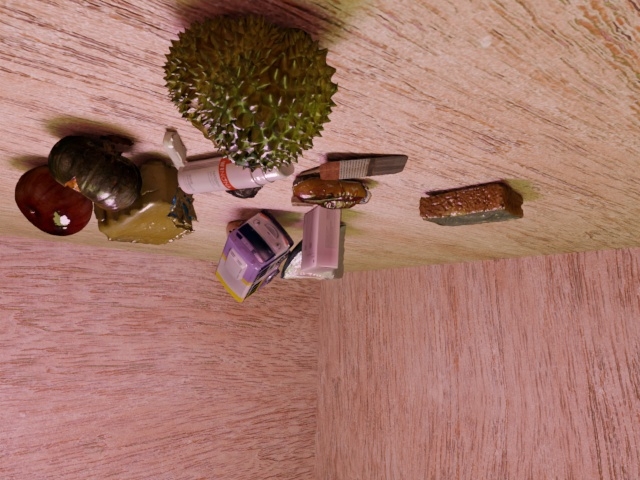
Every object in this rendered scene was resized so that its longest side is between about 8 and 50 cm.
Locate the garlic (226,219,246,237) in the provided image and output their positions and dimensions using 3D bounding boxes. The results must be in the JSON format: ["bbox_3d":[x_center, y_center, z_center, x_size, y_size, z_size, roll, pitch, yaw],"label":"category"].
[{"bbox_3d":[-0.389,-0.026,2.311,0.128,0.115,0.206,6,168,11],"label":"garlic"}]

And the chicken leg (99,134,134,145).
[{"bbox_3d":[-0.528,-0.260,1.267,0.083,0.021,0.036,8,-171,-25],"label":"chicken leg"}]

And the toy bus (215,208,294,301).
[{"bbox_3d":[-0.301,0.078,2.121,0.249,0.209,0.440,-36,171,-31],"label":"toy bus"}]

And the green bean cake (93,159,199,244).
[{"bbox_3d":[-0.514,-0.127,1.542,0.285,0.201,0.310,-23,162,22],"label":"green bean cake"}]

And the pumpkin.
[{"bbox_3d":[-0.583,-0.182,1.280,0.238,0.159,0.238,35,174,4],"label":"pumpkin"}]

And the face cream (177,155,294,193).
[{"bbox_3d":[-0.242,-0.193,1.373,0.346,0.101,0.102,-4,168,29],"label":"face cream"}]

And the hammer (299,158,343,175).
[{"bbox_3d":[-0.001,-0.214,1.448,0.062,0.017,0.182,12,167,-42],"label":"hammer"}]

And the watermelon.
[{"bbox_3d":[0.001,0.093,2.237,0.387,0.258,0.228,-41,-169,11],"label":"watermelon"}]

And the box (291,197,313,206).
[{"bbox_3d":[-0.068,-0.144,1.832,0.084,0.024,0.053,3,170,1],"label":"box"}]

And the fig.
[{"bbox_3d":[-0.831,-0.130,1.542,0.235,0.234,0.214,2,-153,1],"label":"fig"}]

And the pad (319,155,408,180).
[{"bbox_3d":[0.122,-0.195,1.329,0.250,0.055,0.323,-5,-172,1],"label":"pad"}]

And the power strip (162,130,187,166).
[{"bbox_3d":[-0.381,-0.239,1.289,0.030,0.047,0.191,7,169,-4],"label":"power strip"}]

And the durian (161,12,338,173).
[{"bbox_3d":[-0.108,-0.228,0.791,0.292,0.224,0.291,6,175,0],"label":"durian"}]

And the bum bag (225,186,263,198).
[{"bbox_3d":[-0.253,-0.170,1.596,0.102,0.069,0.248,-11,176,-16],"label":"bum bag"}]

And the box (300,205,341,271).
[{"bbox_3d":[0.000,0.000,1.981,0.106,0.251,0.203,6,170,-20],"label":"box"}]

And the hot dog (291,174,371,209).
[{"bbox_3d":[0.031,-0.152,1.591,0.271,0.081,0.162,4,165,-17],"label":"hot dog"}]

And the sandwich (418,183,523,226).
[{"bbox_3d":[0.527,-0.111,1.694,0.301,0.099,0.271,-7,167,38],"label":"sandwich"}]
